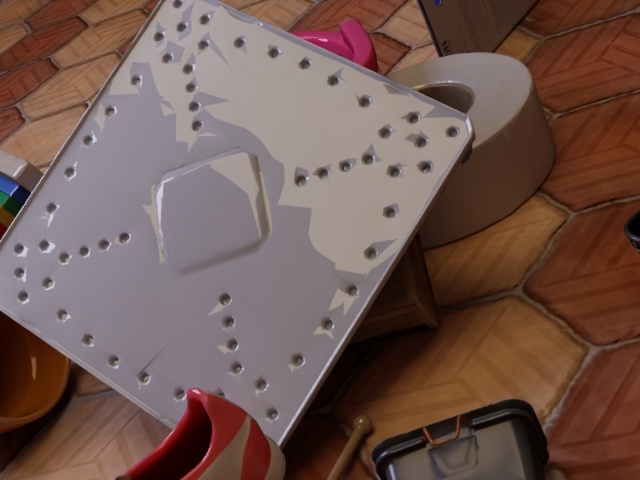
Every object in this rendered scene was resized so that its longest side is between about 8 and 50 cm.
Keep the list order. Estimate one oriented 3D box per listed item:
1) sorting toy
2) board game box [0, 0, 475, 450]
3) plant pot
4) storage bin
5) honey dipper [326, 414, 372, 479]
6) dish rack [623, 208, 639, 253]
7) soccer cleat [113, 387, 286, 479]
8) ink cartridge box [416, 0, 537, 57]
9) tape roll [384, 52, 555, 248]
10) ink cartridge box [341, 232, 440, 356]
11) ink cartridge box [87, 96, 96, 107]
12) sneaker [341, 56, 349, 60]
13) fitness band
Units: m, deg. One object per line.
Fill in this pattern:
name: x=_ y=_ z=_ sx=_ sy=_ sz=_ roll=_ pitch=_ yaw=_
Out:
sorting toy: x=-0.317 y=0.001 z=1.401 sx=0.089 sy=0.255 sz=0.257 roll=-54 pitch=31 yaw=-11
board game box: x=-0.100 y=-0.023 z=1.167 sx=0.390 sy=0.050 sz=0.390 roll=29 pitch=83 yaw=26
plant pot: x=-0.421 y=0.138 z=1.328 sx=0.188 sy=0.205 sz=0.205 roll=-28 pitch=24 yaw=30
storage bin: x=0.115 y=0.193 z=0.909 sx=0.135 sy=0.098 sz=0.091 roll=-20 pitch=39 yaw=9
honey dipper: x=0.010 y=0.207 z=1.023 sx=0.031 sy=0.030 sz=0.160 roll=-6 pitch=33 yaw=32
dish rack: x=0.428 y=-0.010 z=1.008 sx=0.208 sy=0.074 sz=0.272 roll=-39 pitch=33 yaw=-21
soccer cleat: x=-0.162 y=0.261 z=0.953 sx=0.318 sy=0.116 sz=0.109 roll=-48 pitch=37 yaw=-17
ink cartridge box: x=0.182 y=-0.419 z=1.619 sx=0.071 sy=0.324 sz=0.330 roll=2 pitch=38 yaw=42
tape roll: x=0.125 y=-0.108 z=1.383 sx=0.286 sy=0.100 sz=0.286 roll=-20 pitch=29 yaw=12
ink cartridge box: x=0.000 y=0.000 z=1.203 sx=0.193 sy=0.088 sz=0.234 roll=-18 pitch=64 yaw=15
ink cartridge box: x=-0.205 y=-0.225 z=1.874 sx=0.307 sy=0.072 sz=0.303 roll=-30 pitch=28 yaw=-5
sneaker: x=-0.084 y=-0.155 z=1.600 sx=0.319 sy=0.127 sz=0.208 roll=-18 pitch=28 yaw=14
fitness band: x=-0.032 y=-0.209 z=1.489 sx=0.209 sy=0.054 sz=0.291 roll=-17 pitch=27 yaw=0
